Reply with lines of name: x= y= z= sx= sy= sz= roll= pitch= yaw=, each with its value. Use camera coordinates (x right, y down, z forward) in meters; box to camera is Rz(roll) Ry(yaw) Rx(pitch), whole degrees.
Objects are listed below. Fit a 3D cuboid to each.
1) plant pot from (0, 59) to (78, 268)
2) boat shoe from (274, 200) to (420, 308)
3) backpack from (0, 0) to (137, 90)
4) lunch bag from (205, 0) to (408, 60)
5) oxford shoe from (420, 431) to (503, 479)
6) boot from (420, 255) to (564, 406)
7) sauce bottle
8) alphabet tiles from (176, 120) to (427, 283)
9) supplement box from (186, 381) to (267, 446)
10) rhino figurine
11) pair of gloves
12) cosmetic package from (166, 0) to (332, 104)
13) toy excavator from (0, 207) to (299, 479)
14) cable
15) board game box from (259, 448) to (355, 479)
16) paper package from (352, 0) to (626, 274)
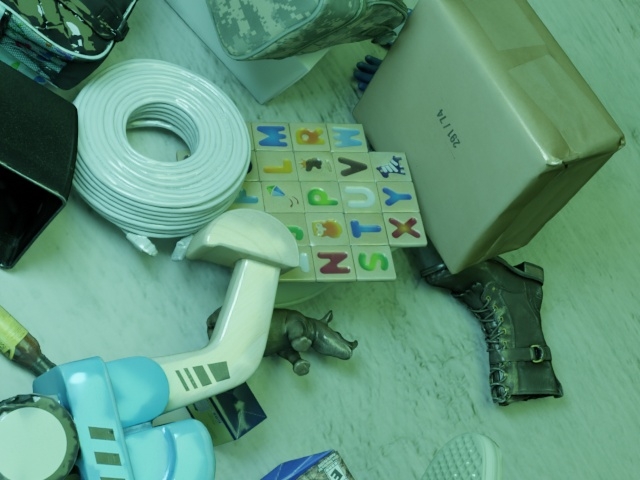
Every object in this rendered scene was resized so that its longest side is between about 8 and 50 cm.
plant pot: x=-0.401 y=-0.109 z=1.371 sx=0.187 sy=0.188 sz=0.167 roll=31 pitch=48 yaw=-20
boat shoe: x=0.000 y=0.003 z=1.632 sx=0.305 sy=0.109 sz=0.091 roll=-26 pitch=47 yaw=-24
backpack: x=-0.377 y=-0.343 z=1.451 sx=0.253 sy=0.191 sz=0.225 roll=36 pitch=55 yaw=-26
lunch bag: x=-0.020 y=-0.408 z=1.513 sx=0.256 sy=0.213 sz=0.305 roll=-13 pitch=83 yaw=-50
oxford shoe: x=0.173 y=0.462 z=1.365 sx=0.130 sy=0.169 sz=0.449 roll=15 pitch=73 yaw=-25
boot: x=0.277 y=0.144 z=1.760 sx=0.263 sy=0.091 sz=0.229 roll=8 pitch=71 yaw=-30
sauce bottle: x=-0.377 y=0.124 z=1.381 sx=0.128 sy=0.042 sz=0.042 roll=46 pitch=56 yaw=-9
alphabet tiles: x=-0.027 y=-0.060 z=1.590 sx=0.343 sy=0.011 sz=0.285 roll=0 pitch=55 yaw=-13
supplement box: x=-0.129 y=0.220 z=1.479 sx=0.056 sy=0.083 sz=0.083 roll=-32 pitch=92 yaw=-35
rhino figurine: x=-0.048 y=0.133 z=1.556 sx=0.243 sy=0.073 sz=0.106 roll=5 pitch=27 yaw=-32
pair of gloves: x=0.122 y=-0.301 z=1.855 sx=0.159 sy=0.023 sz=0.198 roll=13 pitch=71 yaw=-30
cosmetic package: x=-0.122 y=-0.420 z=1.660 sx=0.385 sy=0.156 sz=0.217 roll=45 pitch=58 yaw=-11
toy excavator: x=-0.202 y=0.202 z=1.330 sx=0.445 sy=0.222 sz=0.432 roll=-10 pitch=81 yaw=-29
cable: x=-0.222 y=-0.127 z=1.508 sx=0.257 sy=0.089 sz=0.257 roll=36 pitch=53 yaw=1
board game box: x=-0.020 y=0.457 z=1.431 sx=0.232 sy=0.141 sz=0.291 roll=-33 pitch=92 yaw=-36
paper package: x=0.233 y=-0.167 z=1.650 sx=0.168 sy=0.309 sz=0.324 roll=-16 pitch=66 yaw=-33
